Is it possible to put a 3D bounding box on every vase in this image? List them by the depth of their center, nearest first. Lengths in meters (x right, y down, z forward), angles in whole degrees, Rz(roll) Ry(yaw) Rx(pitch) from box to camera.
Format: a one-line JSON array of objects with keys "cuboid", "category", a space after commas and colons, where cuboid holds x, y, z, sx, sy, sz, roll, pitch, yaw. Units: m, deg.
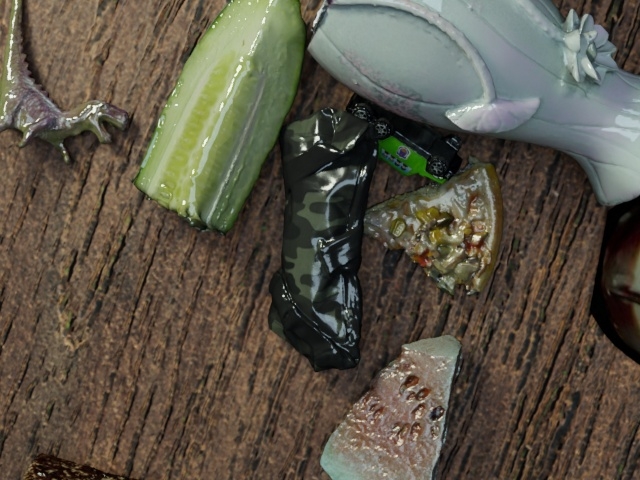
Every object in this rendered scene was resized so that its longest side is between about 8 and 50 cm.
[{"cuboid": [0.213, -0.212, 1.180, 0.446, 0.250, 0.249, 26, 94, -7], "category": "vase"}]

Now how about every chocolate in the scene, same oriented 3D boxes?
[{"cuboid": [0.488, 0.049, 1.208, 0.284, 0.186, 0.283, 0, 93, 3], "category": "chocolate"}]

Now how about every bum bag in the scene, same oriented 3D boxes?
[{"cuboid": [0.000, 0.000, 1.268, 0.144, 0.095, 0.340, 10, 101, 37], "category": "bum bag"}]

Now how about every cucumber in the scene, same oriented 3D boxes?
[{"cuboid": [-0.113, -0.174, 1.271, 0.145, 0.105, 0.325, 24, 92, 43], "category": "cucumber"}]

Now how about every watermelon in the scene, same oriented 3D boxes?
[{"cuboid": [0.113, 0.231, 1.293, 0.154, 0.094, 0.241, 27, 92, 11], "category": "watermelon"}]

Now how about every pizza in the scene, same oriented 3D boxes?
[{"cuboid": [0.140, -0.022, 1.289, 0.195, 0.052, 0.185, 3, 90, 3], "category": "pizza"}]

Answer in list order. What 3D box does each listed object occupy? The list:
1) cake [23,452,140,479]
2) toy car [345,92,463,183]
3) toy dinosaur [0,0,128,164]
[{"cuboid": [-0.280, 0.368, 1.285, 0.246, 0.135, 0.112, 14, 92, 2], "category": "cake"}, {"cuboid": [0.104, -0.131, 1.272, 0.165, 0.071, 0.062, 35, 135, 0], "category": "toy car"}, {"cuboid": [-0.388, -0.198, 1.309, 0.200, 0.072, 0.251, -41, 78, -6], "category": "toy dinosaur"}]
